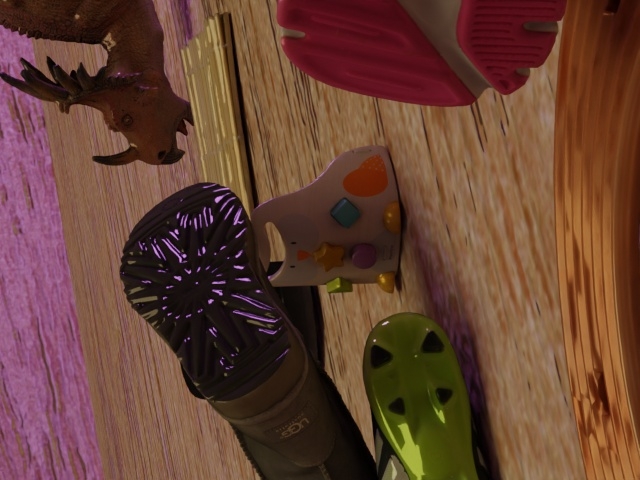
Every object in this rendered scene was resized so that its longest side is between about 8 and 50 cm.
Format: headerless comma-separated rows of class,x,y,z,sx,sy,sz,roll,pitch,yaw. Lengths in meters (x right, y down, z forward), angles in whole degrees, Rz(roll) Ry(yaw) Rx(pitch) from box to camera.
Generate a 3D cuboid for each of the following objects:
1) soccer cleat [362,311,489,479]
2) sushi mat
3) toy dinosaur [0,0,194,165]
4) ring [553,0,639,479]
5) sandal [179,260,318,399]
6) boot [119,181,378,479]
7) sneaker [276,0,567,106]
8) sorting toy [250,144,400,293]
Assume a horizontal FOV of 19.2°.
soccer cleat,0.054,0.122,0.866,0.072,0.060,0.178,65,-163,-78
sushi mat,-0.066,-0.005,1.398,0.151,0.019,0.316,153,109,-78
toy dinosaur,-0.219,-0.200,1.515,0.200,0.296,0.127,-60,-17,-3
ring,0.133,0.032,0.496,0.336,0.032,0.336,173,90,-78
sandal,-0.060,0.074,1.277,0.254,0.055,0.097,154,108,-67
boot,-0.011,0.091,0.938,0.208,0.076,0.189,53,-172,-39
sneaker,0.045,-0.160,0.514,0.252,0.103,0.111,115,162,-44
sorting toy,0.000,0.000,0.968,0.045,0.075,0.083,-111,18,-48
